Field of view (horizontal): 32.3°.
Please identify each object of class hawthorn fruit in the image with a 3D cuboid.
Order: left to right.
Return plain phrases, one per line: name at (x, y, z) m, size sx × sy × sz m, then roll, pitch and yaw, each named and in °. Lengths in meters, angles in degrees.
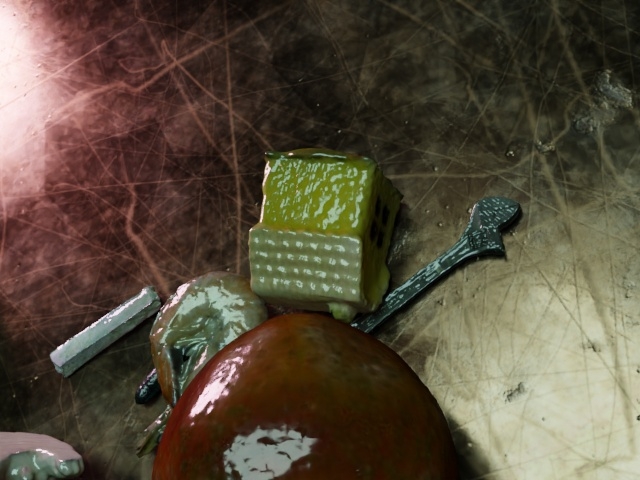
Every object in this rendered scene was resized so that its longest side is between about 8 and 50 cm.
hawthorn fruit at (-0.015, 0.270, 1.443) m, size 0.402 × 0.403 × 0.403 m, roll -8°, pitch 66°, yaw 17°

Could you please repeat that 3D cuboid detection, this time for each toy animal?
toy animal at (-0.525, 0.395, 1.671) m, size 0.307 × 0.188 × 0.266 m, roll -12°, pitch 21°, yaw -23°

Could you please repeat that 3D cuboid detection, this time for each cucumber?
cucumber at (-0.246, 0.205, 1.734) m, size 0.032 × 0.032 × 0.133 m, roll 38°, pitch 85°, yaw 29°

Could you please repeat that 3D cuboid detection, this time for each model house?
model house at (0.000, 0.000, 1.648) m, size 0.193 × 0.175 × 0.234 m, roll 4°, pitch 66°, yaw 21°

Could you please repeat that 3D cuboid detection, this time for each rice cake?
rice cake at (-0.347, 0.148, 1.794) m, size 0.211 × 0.034 × 0.043 m, roll -34°, pitch 52°, yaw 4°

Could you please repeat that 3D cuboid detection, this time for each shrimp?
shrimp at (-0.203, 0.187, 1.689) m, size 0.168 × 0.077 × 0.317 m, roll 34°, pitch 82°, yaw 14°

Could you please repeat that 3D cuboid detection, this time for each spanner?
spanner at (0.168, 0.045, 1.652) m, size 0.325 × 0.026 × 0.093 m, roll -37°, pitch 59°, yaw 3°
